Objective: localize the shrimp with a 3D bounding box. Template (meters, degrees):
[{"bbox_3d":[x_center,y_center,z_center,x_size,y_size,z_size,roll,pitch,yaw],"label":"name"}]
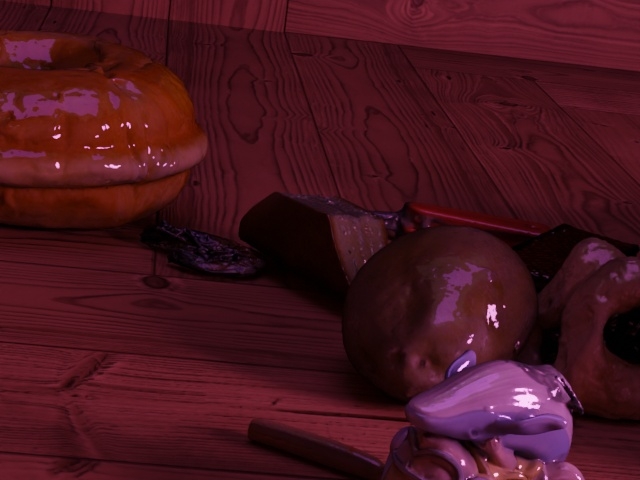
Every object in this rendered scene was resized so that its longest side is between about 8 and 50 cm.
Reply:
[{"bbox_3d":[-0.142,0.010,1.887,0.161,0.034,0.091,15,18,17],"label":"shrimp"}]

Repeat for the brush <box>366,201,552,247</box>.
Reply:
[{"bbox_3d":[0.186,-0.013,2.083,0.323,0.051,0.070,7,19,-1],"label":"brush"}]

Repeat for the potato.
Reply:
[{"bbox_3d":[0.115,0.073,1.591,0.178,0.160,0.235,-27,18,26],"label":"potato"}]

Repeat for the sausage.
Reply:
[{"bbox_3d":[-0.002,0.179,1.401,0.132,0.024,0.024,15,18,25],"label":"sausage"}]

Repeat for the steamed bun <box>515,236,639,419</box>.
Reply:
[{"bbox_3d":[0.282,0.081,1.627,0.141,0.155,0.172,1,18,-25],"label":"steamed bun"}]

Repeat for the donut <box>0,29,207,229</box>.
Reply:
[{"bbox_3d":[-0.357,-0.145,2.035,0.449,0.198,0.449,5,17,-1],"label":"donut"}]

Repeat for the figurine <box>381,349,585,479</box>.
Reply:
[{"bbox_3d":[0.133,0.177,1.289,0.208,0.184,0.128,42,-4,-37],"label":"figurine"}]

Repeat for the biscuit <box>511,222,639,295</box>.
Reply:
[{"bbox_3d":[0.283,0.043,1.905,0.106,0.070,0.252,18,19,27],"label":"biscuit"}]

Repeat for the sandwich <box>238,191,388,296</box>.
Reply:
[{"bbox_3d":[0.000,0.000,1.862,0.094,0.096,0.258,9,12,-39],"label":"sandwich"}]
